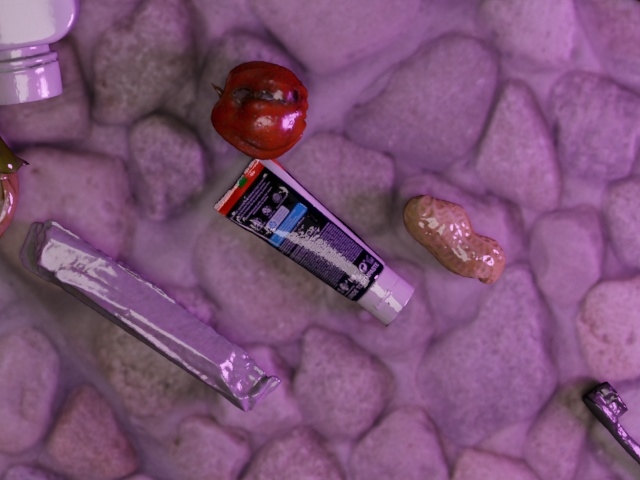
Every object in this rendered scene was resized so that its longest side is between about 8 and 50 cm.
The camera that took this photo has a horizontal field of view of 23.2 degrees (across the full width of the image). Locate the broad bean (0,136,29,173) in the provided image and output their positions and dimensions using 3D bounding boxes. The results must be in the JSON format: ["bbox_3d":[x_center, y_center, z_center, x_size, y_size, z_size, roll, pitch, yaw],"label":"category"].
[{"bbox_3d":[-0.368,-0.162,1.353,0.297,0.043,0.060,40,53,0],"label":"broad bean"}]

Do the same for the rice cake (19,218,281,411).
[{"bbox_3d":[-0.156,0.070,1.424,0.270,0.049,0.055,34,76,-10],"label":"rice cake"}]

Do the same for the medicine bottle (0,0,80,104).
[{"bbox_3d":[-0.270,-0.212,1.345,0.119,0.069,0.183,-9,101,-2],"label":"medicine bottle"}]

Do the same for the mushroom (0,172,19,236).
[{"bbox_3d":[-0.367,-0.066,1.362,0.213,0.097,0.088,21,143,-13],"label":"mushroom"}]

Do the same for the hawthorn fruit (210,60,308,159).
[{"bbox_3d":[-0.056,-0.116,1.375,0.093,0.093,0.093,-1,102,-4],"label":"hawthorn fruit"}]

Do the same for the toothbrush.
[{"bbox_3d":[0.354,0.249,1.506,0.030,0.030,0.297,-42,101,-5],"label":"toothbrush"}]

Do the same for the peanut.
[{"bbox_3d":[0.123,-0.001,1.427,0.113,0.054,0.054,39,97,-13],"label":"peanut"}]

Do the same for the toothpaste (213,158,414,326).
[{"bbox_3d":[0.000,0.000,1.425,0.193,0.045,0.071,37,89,-4],"label":"toothpaste"}]
